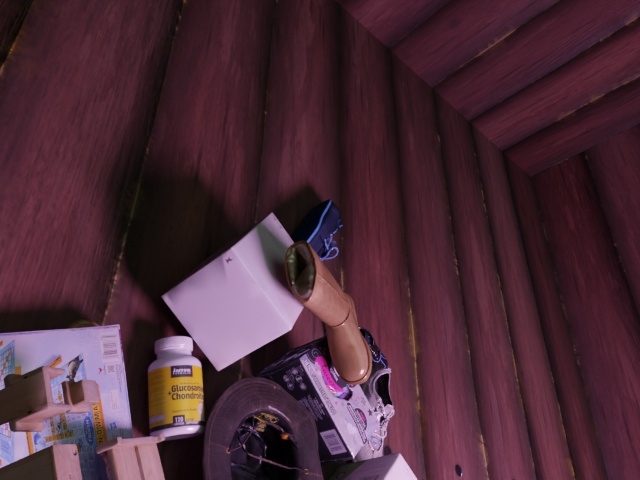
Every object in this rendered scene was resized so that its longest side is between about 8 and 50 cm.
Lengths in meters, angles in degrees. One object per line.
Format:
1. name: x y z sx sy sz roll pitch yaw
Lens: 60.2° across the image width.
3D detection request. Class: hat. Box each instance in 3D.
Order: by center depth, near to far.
1. hat: -0.139 0.452 1.100 0.331 0.133 0.332 33 41 -34

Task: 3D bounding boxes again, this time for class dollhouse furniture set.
1. dollhouse furniture set: -0.358 0.378 0.862 0.355 0.173 0.303 49 18 -66

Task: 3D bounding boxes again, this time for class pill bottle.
1. pill bottle: -0.280 0.284 1.068 0.103 0.103 0.184 14 57 -44

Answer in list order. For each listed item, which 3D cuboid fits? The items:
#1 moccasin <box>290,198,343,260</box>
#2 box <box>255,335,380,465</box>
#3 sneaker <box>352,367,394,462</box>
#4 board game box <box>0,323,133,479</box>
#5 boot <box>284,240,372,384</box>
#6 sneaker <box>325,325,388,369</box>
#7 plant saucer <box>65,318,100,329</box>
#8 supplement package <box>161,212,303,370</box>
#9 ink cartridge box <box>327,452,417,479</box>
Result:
1. moccasin: 0.000 0.000 1.544 0.117 0.137 0.342 54 39 -16
2. box: -0.002 0.369 1.280 0.142 0.163 0.247 -29 90 -54
3. sneaker: 0.134 0.453 1.421 0.105 0.115 0.282 29 48 -35
4. board game box: -0.459 0.303 0.869 0.317 0.065 0.319 5 67 -47
5. boot: 0.014 0.160 1.150 0.269 0.089 0.236 54 16 -56
6. sneaker: 0.121 0.298 1.526 0.232 0.090 0.082 35 44 -29
7. plant saucer: -0.435 0.184 1.027 0.083 0.015 0.084 27 49 -35
8. supplement package: -0.159 0.101 1.193 0.199 0.198 0.263 55 20 -7
9. ink cartridge box: 0.050 0.614 1.147 0.119 0.207 0.353 58 38 -1
